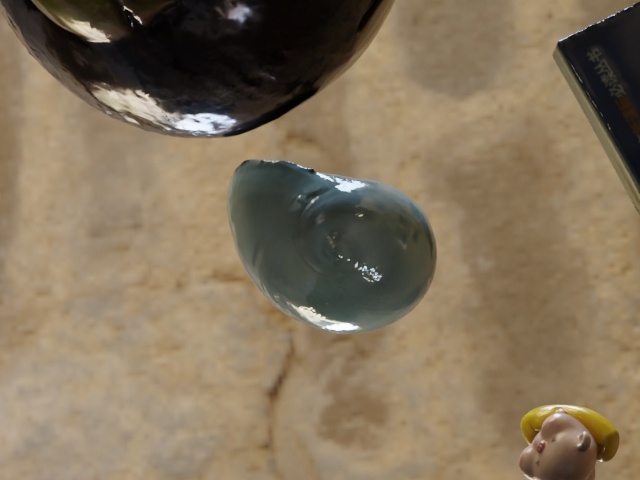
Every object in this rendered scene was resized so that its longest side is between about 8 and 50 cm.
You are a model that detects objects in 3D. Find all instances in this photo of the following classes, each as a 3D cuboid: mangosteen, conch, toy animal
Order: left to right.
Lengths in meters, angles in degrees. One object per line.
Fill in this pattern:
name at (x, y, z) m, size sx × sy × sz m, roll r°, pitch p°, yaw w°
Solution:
mangosteen at (-0.130, -0.277, 1.316) m, size 0.382 × 0.435 × 0.382 m, roll -21°, pitch -118°, yaw 49°
conch at (-0.002, 0.003, 1.515) m, size 0.221 × 0.121 × 0.185 m, roll -6°, pitch -61°, yaw 53°
toy animal at (0.217, 0.206, 1.618) m, size 0.091 × 0.082 × 0.114 m, roll 32°, pitch -57°, yaw 14°

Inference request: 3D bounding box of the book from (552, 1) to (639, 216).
book at (0.481, -0.154, 1.787) m, size 0.300 × 0.428 × 0.039 m, roll 61°, pitch -18°, yaw 6°
